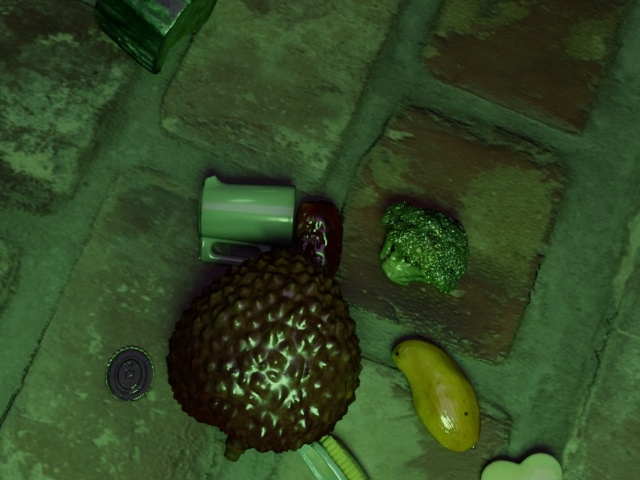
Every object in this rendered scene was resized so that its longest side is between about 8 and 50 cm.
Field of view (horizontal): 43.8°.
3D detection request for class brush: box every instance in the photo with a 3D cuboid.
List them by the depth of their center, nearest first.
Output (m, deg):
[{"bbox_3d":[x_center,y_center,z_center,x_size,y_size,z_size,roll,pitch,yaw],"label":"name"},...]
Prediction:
[{"bbox_3d":[0.069,0.396,1.161,0.060,0.068,0.297,-31,83,-34],"label":"brush"}]

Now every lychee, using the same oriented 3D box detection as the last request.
[{"bbox_3d":[-0.070,0.160,1.092,0.275,0.276,0.304,17,92,0],"label":"lychee"}]

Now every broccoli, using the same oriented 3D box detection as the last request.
[{"bbox_3d":[0.158,0.007,1.238,0.138,0.146,0.162,-34,96,18],"label":"broccoli"}]

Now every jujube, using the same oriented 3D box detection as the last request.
[{"bbox_3d":[0.000,0.000,1.250,0.077,0.077,0.129,-3,81,-6],"label":"jujube"}]

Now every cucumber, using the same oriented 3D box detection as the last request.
[{"bbox_3d":[-0.257,-0.384,1.281,0.130,0.191,0.191,43,75,-2],"label":"cucumber"}]

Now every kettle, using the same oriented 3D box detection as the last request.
[{"bbox_3d":[-0.115,-0.033,1.248,0.148,0.127,0.098,4,43,-2],"label":"kettle"}]

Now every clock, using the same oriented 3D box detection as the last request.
[{"bbox_3d":[-0.288,0.201,1.200,0.074,0.010,0.083,2,75,-4],"label":"clock"}]

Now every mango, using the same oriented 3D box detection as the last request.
[{"bbox_3d":[0.181,0.231,1.204,0.098,0.075,0.190,-24,72,-19],"label":"mango"}]

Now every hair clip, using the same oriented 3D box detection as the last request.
[{"bbox_3d":[0.334,0.405,1.177,0.218,0.071,0.159,26,76,7],"label":"hair clip"}]
